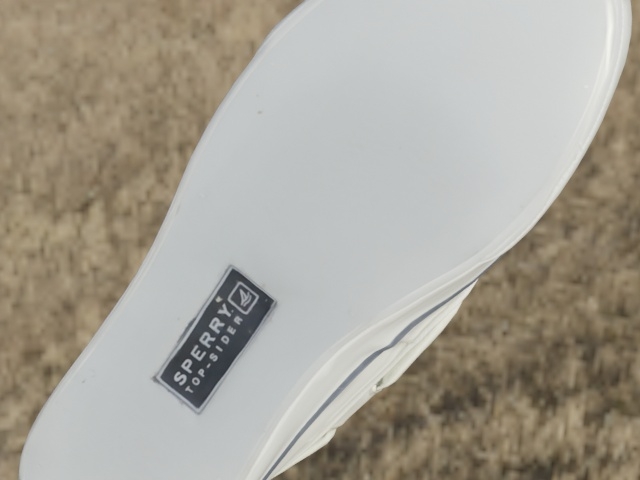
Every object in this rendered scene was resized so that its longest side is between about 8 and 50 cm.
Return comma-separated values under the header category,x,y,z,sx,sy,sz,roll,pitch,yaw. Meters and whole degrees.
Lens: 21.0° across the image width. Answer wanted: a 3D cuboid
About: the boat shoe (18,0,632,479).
category,x,y,z,sx,sy,sz,roll,pitch,yaw
boat shoe,0.000,0.000,0.534,0.095,0.258,0.084,47,24,5
